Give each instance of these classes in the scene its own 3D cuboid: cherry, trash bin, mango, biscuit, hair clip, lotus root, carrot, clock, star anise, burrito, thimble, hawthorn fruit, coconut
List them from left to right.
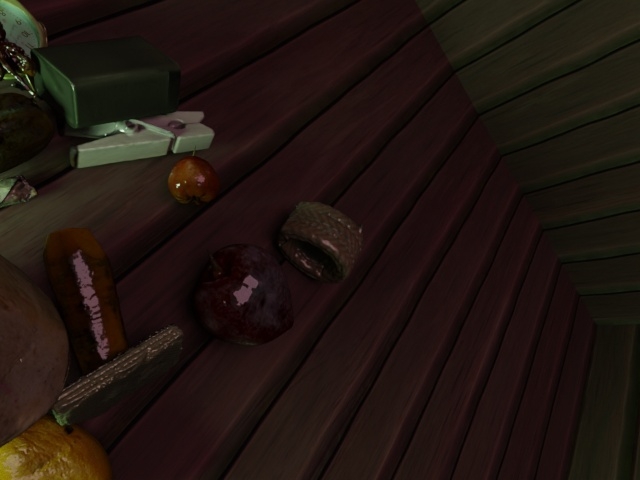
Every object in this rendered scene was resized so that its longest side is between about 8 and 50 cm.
[{"bbox_3d":[-0.569,0.162,0.621,0.352,0.352,0.352,11,72,-37],"label":"coconut"},{"bbox_3d":[-0.635,-0.079,0.796,0.171,0.042,0.051,-31,96,-37],"label":"burrito"},{"bbox_3d":[-0.621,-0.191,0.783,0.124,0.123,0.241,40,55,11],"label":"lotus root"},{"bbox_3d":[-0.642,-0.400,0.853,0.232,0.069,0.170,41,56,-25],"label":"clock"},{"bbox_3d":[-0.589,-0.336,0.784,0.190,0.070,0.097,50,43,-6],"label":"star anise"},{"bbox_3d":[-0.487,0.409,0.752,0.262,0.109,0.157,51,40,-19],"label":"mango"},{"bbox_3d":[-0.461,0.125,0.839,0.114,0.114,0.302,-17,91,-40],"label":"carrot"},{"bbox_3d":[-0.454,-0.345,0.907,0.164,0.122,0.240,40,43,17],"label":"trash bin"},{"bbox_3d":[-0.388,0.271,0.829,0.052,0.150,0.252,45,45,16],"label":"biscuit"},{"bbox_3d":[-0.414,-0.247,0.981,0.331,0.085,0.101,-17,70,-36],"label":"hair clip"},{"bbox_3d":[-0.314,-0.148,1.026,0.125,0.125,0.140,-35,89,-39],"label":"hawthorn fruit"},{"bbox_3d":[-0.179,0.137,1.007,0.300,0.203,0.230,45,48,-32],"label":"cherry"},{"bbox_3d":[0.002,0.005,1.197,0.229,0.196,0.148,28,54,3],"label":"thimble"}]
